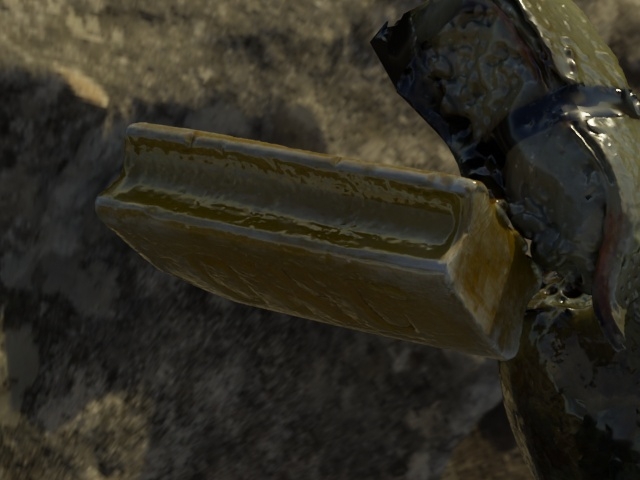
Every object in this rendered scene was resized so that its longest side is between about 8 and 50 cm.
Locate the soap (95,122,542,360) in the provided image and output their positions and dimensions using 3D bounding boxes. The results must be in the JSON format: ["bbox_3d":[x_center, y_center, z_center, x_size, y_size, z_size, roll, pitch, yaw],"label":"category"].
[{"bbox_3d":[0.000,0.000,0.882,0.232,0.140,0.073,11,69,28],"label":"soap"}]

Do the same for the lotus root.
[{"bbox_3d":[0.224,0.126,1.119,0.160,0.275,0.152,-17,39,13],"label":"lotus root"}]

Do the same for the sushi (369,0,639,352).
[{"bbox_3d":[0.148,-0.063,0.910,0.134,0.109,0.273,20,30,-36],"label":"sushi"}]
